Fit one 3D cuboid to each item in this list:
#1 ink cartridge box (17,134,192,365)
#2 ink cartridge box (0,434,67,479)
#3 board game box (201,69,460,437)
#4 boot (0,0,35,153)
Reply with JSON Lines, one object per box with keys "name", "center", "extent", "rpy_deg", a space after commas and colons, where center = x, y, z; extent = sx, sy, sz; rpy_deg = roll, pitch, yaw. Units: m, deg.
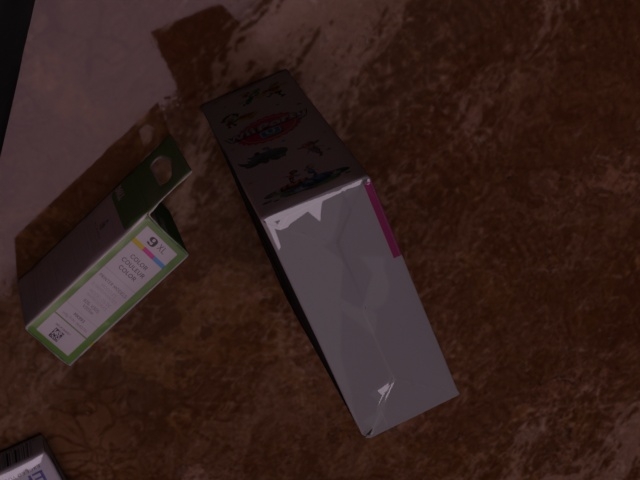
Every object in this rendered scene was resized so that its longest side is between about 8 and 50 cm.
{"name": "ink cartridge box", "center": [-0.185, 0.008, 1.245], "extent": [0.209, 0.109, 0.062], "rpy_deg": [-44, 117, 4]}
{"name": "ink cartridge box", "center": [-0.339, 0.337, 1.373], "extent": [0.223, 0.045, 0.224], "rpy_deg": [-25, 117, -5]}
{"name": "board game box", "center": [0.000, 0.000, 1.184], "extent": [0.097, 0.303, 0.224], "rpy_deg": [-25, 117, -5]}
{"name": "boot", "center": [-0.425, -0.069, 1.032], "extent": [0.367, 0.146, 0.445], "rpy_deg": [5, 115, -31]}
